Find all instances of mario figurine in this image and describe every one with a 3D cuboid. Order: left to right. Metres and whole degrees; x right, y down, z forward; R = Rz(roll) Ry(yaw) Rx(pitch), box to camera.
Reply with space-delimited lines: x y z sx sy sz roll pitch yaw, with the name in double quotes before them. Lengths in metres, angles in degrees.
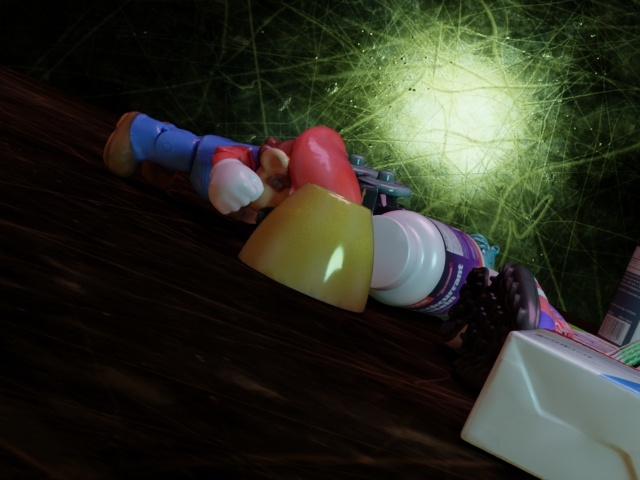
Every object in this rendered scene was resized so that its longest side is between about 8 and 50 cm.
"mario figurine" -0.101 -0.053 1.559 0.320 0.170 0.198 14 35 30

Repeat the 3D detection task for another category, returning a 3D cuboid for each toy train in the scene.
"toy train" -0.014 -0.059 1.829 0.190 0.142 0.334 11 10 -30

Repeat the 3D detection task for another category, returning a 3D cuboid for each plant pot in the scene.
"plant pot" 0.000 0.000 1.301 0.134 0.095 0.134 24 4 -2

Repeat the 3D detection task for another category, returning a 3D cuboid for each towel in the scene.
"towel" 0.289 0.092 1.176 0.023 0.152 0.113 64 3 13

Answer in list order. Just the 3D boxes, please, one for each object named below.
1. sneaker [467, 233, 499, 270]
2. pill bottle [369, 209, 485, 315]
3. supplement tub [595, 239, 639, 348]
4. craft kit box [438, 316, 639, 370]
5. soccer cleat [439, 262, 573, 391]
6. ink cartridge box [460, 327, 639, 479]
"sneaker" 0.198 0.041 1.849 0.107 0.110 0.275 24 4 -3
"pill bottle" 0.104 0.025 1.510 0.108 0.108 0.193 26 5 29
"supplement tub" 0.511 0.089 1.870 0.191 0.272 0.191 24 4 -2
"craft kit box" 0.292 0.130 1.629 0.250 0.061 0.246 28 3 43
"soccer cleat" 0.182 0.088 1.179 0.116 0.109 0.318 28 1 -1
"ink cartridge box" 0.188 0.120 0.909 0.134 0.078 0.231 26 4 16
